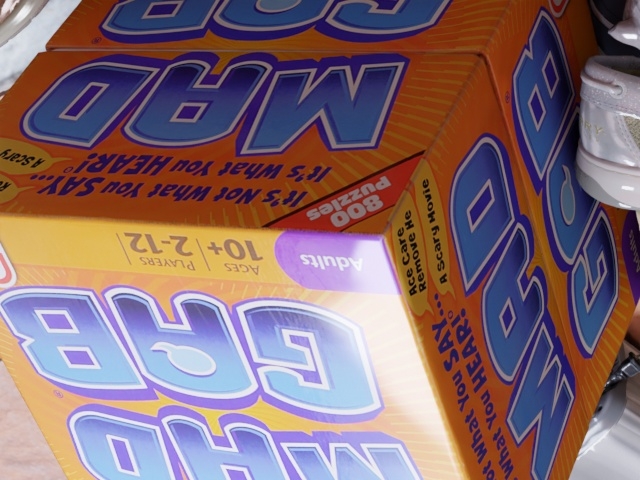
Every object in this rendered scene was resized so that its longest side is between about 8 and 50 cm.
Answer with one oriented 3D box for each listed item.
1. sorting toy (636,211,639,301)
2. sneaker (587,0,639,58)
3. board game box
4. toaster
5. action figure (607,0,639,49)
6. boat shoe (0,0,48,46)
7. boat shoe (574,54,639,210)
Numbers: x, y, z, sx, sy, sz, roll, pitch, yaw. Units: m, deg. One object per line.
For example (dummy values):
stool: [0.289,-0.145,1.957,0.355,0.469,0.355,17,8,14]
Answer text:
sorting toy: [0.205,-0.013,1.574,0.229,0.041,0.307,16,132,-4]
sneaker: [0.324,-0.141,1.404,0.282,0.099,0.153,23,137,-15]
board game box: [0.000,0.000,1.360,0.356,0.356,0.356,3,133,28]
toaster: [0.264,0.185,1.684,0.146,0.129,0.227,31,127,-21]
action figure: [0.286,-0.239,1.142,0.341,0.178,0.330,42,129,2]
boat shoe: [-0.226,-0.272,1.367,0.116,0.123,0.324,23,122,-28]
boat shoe: [0.339,-0.089,1.285,0.320,0.118,0.103,-3,119,1]
